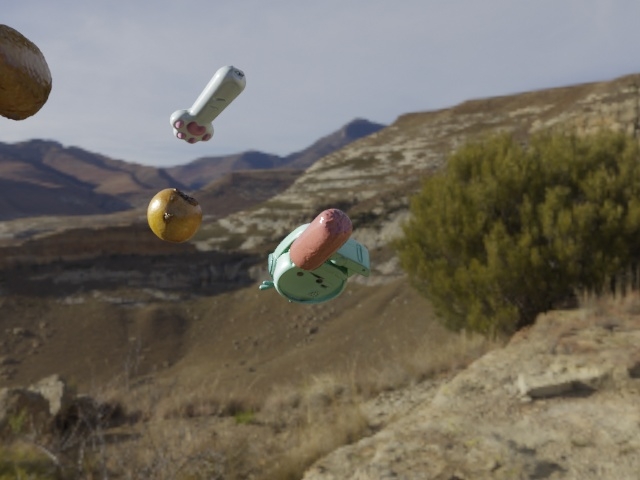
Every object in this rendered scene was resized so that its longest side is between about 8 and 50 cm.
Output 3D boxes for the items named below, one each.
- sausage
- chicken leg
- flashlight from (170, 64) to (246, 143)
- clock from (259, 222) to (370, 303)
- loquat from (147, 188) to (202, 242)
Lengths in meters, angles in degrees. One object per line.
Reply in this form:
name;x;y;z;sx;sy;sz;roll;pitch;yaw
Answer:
sausage;0.000;0.000;1.215;0.062;0.062;0.154;-4;-22;-28
chicken leg;-0.399;-0.227;0.883;0.087;0.107;0.251;-30;-15;-1
flashlight;-0.217;-0.263;1.471;0.093;0.048;0.200;24;-51;-35
clock;-0.020;0.061;1.402;0.159;0.066;0.211;25;-47;-29
loquat;-0.364;-0.060;1.865;0.141;0.141;0.141;-2;4;0
